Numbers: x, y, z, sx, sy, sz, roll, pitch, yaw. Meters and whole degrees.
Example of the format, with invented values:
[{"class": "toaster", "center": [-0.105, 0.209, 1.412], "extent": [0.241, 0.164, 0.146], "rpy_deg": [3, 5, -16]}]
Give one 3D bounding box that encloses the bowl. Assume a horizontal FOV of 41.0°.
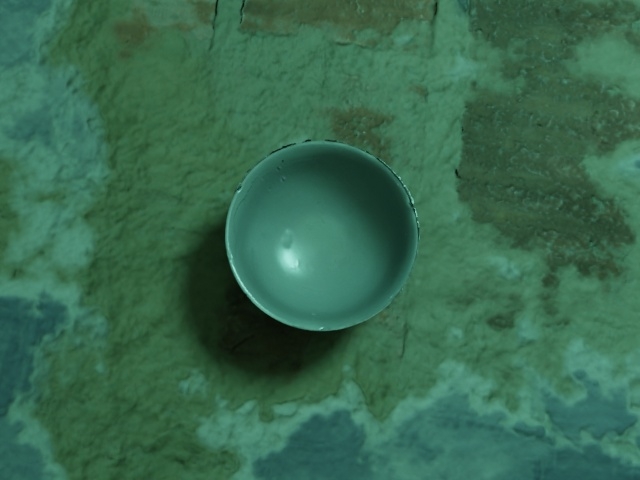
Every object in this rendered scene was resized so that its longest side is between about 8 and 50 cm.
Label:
[{"class": "bowl", "center": [0.000, 0.000, 0.859], "extent": [0.189, 0.086, 0.189], "rpy_deg": [1, 79, -2]}]
